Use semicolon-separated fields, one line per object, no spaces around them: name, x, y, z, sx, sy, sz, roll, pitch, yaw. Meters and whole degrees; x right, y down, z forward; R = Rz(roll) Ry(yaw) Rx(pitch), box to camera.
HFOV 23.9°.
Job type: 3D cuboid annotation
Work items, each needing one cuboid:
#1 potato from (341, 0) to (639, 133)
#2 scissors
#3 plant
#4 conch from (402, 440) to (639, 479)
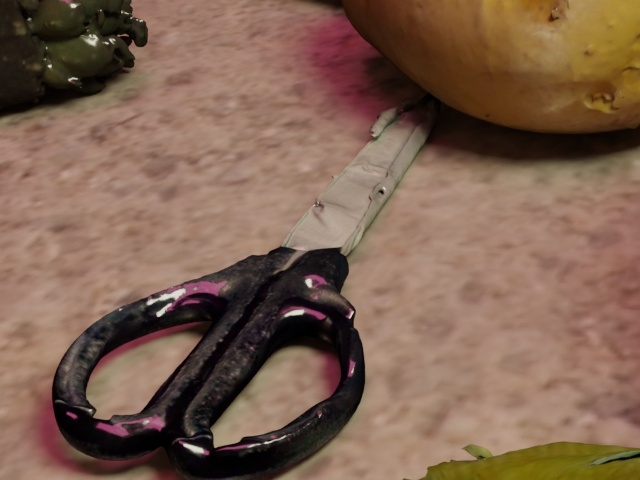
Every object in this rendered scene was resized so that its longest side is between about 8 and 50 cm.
potato;0.101;-0.130;0.713;0.150;0.146;0.234;15;16;-31
scissors;0.000;0.000;0.610;0.109;0.022;0.300;8;32;21
plant;-0.164;-0.114;0.798;0.143;0.092;0.094;-21;22;-9
conch;0.110;0.088;0.374;0.095;0.079;0.201;-2;14;-29
